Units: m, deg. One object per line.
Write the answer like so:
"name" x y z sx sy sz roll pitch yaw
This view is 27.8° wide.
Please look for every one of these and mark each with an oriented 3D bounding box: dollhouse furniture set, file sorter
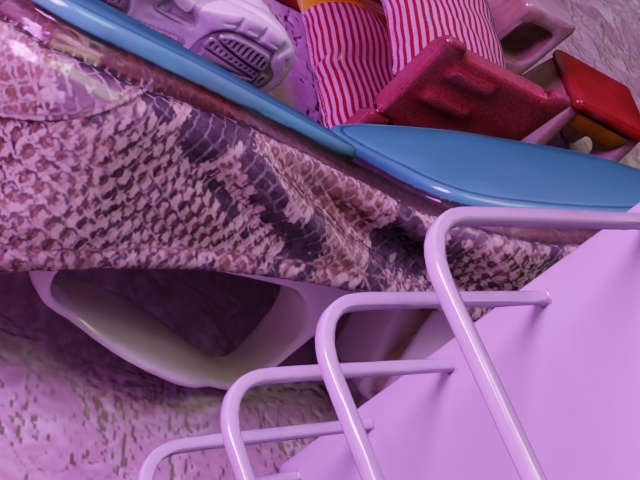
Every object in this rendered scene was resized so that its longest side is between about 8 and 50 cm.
"dollhouse furniture set" 0.153 -0.111 0.982 0.374 0.152 0.201 19 46 -37
"file sorter" 0.045 0.132 0.536 0.173 0.277 0.193 0 58 -43

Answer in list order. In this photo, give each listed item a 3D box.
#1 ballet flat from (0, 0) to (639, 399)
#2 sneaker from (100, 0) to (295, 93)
"ballet flat" 0.000 0.000 0.699 0.483 0.182 0.164 12 16 -38
"sneaker" -0.121 -0.172 0.805 0.232 0.090 0.115 29 32 -41
